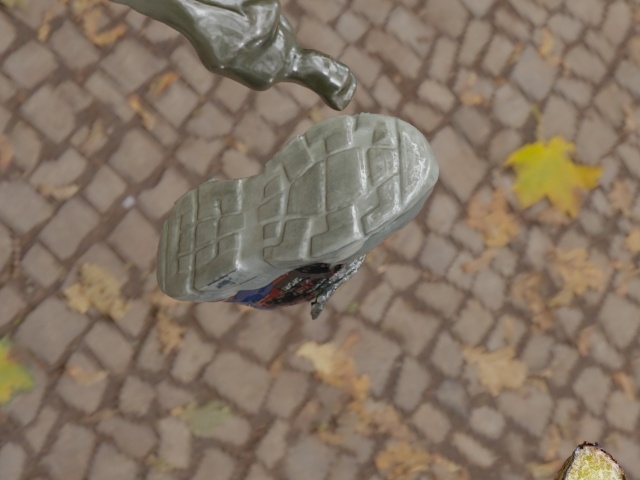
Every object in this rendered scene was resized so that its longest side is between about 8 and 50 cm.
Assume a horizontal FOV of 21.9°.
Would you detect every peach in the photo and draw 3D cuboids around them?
[{"bbox_3d":[0.195,0.198,1.254,0.077,0.050,0.083,-15,73,-6],"label":"peach"}]

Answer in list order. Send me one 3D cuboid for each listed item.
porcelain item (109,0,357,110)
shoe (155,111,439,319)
[{"bbox_3d":[-0.065,-0.153,1.136,0.215,0.069,0.081,34,47,-17],"label":"porcelain item"},{"bbox_3d":[0.000,0.000,1.134,0.125,0.227,0.099,33,48,-44],"label":"shoe"}]
